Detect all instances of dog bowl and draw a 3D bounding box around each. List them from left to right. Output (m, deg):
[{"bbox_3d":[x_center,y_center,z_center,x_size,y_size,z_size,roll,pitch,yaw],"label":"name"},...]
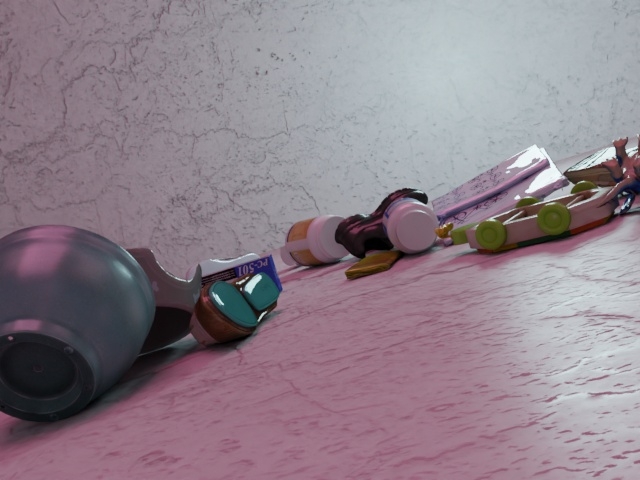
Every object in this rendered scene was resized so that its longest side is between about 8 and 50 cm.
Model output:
[{"bbox_3d":[-0.386,0.135,1.385,0.349,0.102,0.349,-13,-22,-5],"label":"dog bowl"}]

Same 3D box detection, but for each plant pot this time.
[{"bbox_3d":[-0.416,0.149,1.126,0.293,0.293,0.196,-17,30,7],"label":"plant pot"}]

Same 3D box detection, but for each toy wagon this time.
[{"bbox_3d":[0.390,-0.036,1.422,0.344,0.068,0.267,-16,3,34],"label":"toy wagon"}]

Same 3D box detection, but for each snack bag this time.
[{"bbox_3d":[0.420,-0.116,1.786,0.323,0.037,0.342,-28,14,16],"label":"snack bag"}]

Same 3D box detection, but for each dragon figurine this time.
[{"bbox_3d":[0.570,-0.098,1.315,0.085,0.144,0.289,-13,25,35],"label":"dragon figurine"}]

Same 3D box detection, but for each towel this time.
[{"bbox_3d":[0.133,0.053,1.718,0.102,0.021,0.237,-11,4,17],"label":"towel"}]

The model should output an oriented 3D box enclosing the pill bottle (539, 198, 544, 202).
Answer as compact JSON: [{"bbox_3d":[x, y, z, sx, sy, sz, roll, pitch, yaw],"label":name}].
[{"bbox_3d":[0.485,-0.107,1.878,0.087,0.087,0.160,-20,4,-35],"label":"pill bottle"}]

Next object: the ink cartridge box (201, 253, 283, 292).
[{"bbox_3d":[-0.208,0.111,1.836,0.207,0.097,0.046,-17,3,6],"label":"ink cartridge box"}]

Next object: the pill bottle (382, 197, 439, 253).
[{"bbox_3d":[0.216,-0.034,1.753,0.124,0.124,0.221,-18,8,3],"label":"pill bottle"}]

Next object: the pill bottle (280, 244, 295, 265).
[{"bbox_3d":[-0.050,0.027,2.397,0.094,0.094,0.169,-15,4,43],"label":"pill bottle"}]

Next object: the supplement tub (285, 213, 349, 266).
[{"bbox_3d":[0.000,0.000,2.163,0.144,0.144,0.200,-20,5,-31],"label":"supplement tub"}]

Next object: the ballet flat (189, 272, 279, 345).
[{"bbox_3d":[-0.174,0.134,1.367,0.124,0.116,0.342,-38,-1,12],"label":"ballet flat"}]

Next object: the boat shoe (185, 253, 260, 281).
[{"bbox_3d":[-0.343,0.108,2.512,0.301,0.108,0.102,-17,3,-42],"label":"boat shoe"}]

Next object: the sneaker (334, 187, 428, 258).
[{"bbox_3d":[0.186,-0.038,2.013,0.286,0.130,0.109,-32,-38,-10],"label":"sneaker"}]

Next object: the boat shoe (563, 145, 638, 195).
[{"bbox_3d":[0.644,-0.141,1.577,0.109,0.098,0.302,-33,11,-19],"label":"boat shoe"}]

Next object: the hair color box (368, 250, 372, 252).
[{"bbox_3d":[0.179,-0.017,2.116,0.141,0.072,0.043,-17,4,-5],"label":"hair color box"}]
